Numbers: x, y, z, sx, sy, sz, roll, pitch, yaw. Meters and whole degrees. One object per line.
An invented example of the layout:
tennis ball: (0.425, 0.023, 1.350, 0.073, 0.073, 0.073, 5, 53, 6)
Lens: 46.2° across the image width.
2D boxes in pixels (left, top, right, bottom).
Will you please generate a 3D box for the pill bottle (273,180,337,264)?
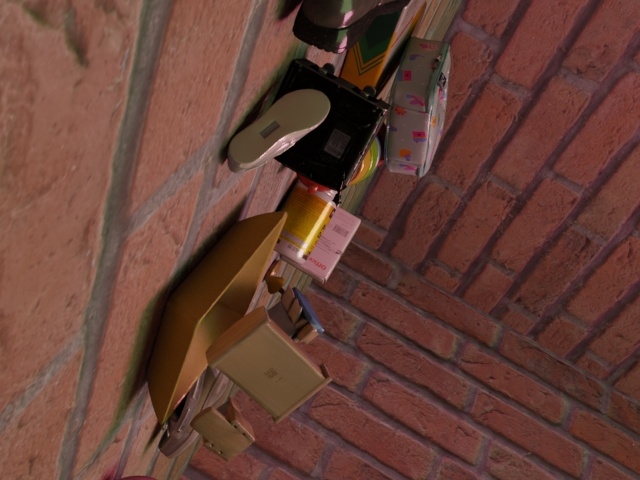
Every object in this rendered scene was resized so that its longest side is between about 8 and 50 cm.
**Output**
pill bottle: (-0.038, -0.059, 1.780, 0.215, 0.117, 0.117, -60, 175, -3)

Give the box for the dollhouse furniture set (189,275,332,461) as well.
dollhouse furniture set: (-0.161, 0.204, 1.480, 0.286, 0.198, 0.303, -39, -151, 5)

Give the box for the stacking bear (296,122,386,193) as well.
stacking bear: (0.036, -0.187, 1.622, 0.175, 0.164, 0.289, -63, 170, 29)

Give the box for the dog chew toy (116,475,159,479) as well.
dog chew toy: (-0.406, 0.622, 1.641, 0.206, 0.207, 0.332, -58, -178, -21)

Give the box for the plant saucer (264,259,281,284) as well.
plant saucer: (-0.142, 0.089, 2.198, 0.083, 0.015, 0.083, -60, 175, -9)

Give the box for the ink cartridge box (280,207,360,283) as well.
ink cartridge box: (0.000, 0.000, 2.275, 0.218, 0.158, 0.092, -58, 176, -14)

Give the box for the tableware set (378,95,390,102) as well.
tableware set: (0.140, -0.379, 2.193, 0.128, 0.039, 0.194, -49, 175, 30)

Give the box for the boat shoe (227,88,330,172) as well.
boat shoe: (-0.063, -0.158, 1.112, 0.184, 0.066, 0.063, -45, 180, -23)

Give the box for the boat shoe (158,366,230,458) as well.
boat shoe: (-0.318, 0.394, 1.823, 0.320, 0.103, 0.118, -56, -164, 22)

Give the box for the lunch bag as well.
lunch bag: (0.221, -0.299, 1.657, 0.279, 0.108, 0.224, 90, 20, -48)

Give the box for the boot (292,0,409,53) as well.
boot: (0.083, -0.414, 0.997, 0.222, 0.118, 0.338, 107, 8, -47)

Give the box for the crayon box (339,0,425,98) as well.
crayon box: (0.136, -0.435, 1.544, 0.203, 0.083, 0.323, -57, 174, -31)

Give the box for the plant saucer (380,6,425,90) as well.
plant saucer: (0.196, -0.509, 1.979, 0.278, 0.041, 0.278, -58, 175, -8)

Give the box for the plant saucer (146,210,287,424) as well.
plant saucer: (-0.205, 0.123, 1.375, 0.332, 0.081, 0.333, -54, 172, -47)

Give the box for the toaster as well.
toaster: (0.006, -0.181, 1.212, 0.185, 0.168, 0.110, -63, 175, 23)
